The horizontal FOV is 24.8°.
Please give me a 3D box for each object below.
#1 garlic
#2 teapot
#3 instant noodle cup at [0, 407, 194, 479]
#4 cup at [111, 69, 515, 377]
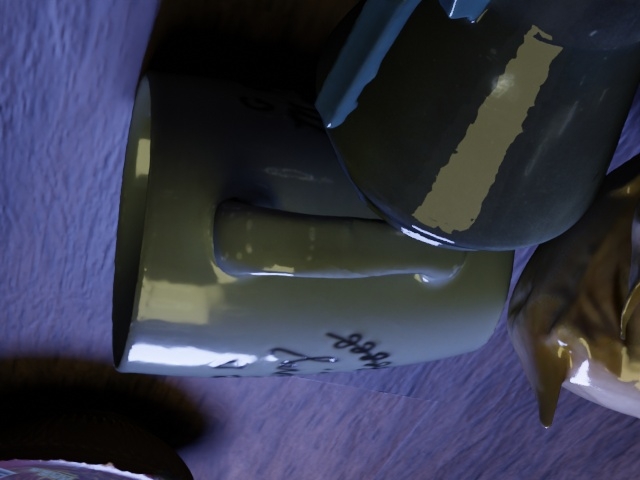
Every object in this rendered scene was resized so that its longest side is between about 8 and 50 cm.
[{"bbox_3d":[0.282,0.011,0.846,0.313,0.249,0.286,12,-179,-4],"label":"garlic"},{"bbox_3d":[0.091,-0.108,0.725,0.203,0.171,0.225,-21,156,-32],"label":"teapot"},{"bbox_3d":[-0.233,0.231,1.443,0.274,0.091,0.274,3,150,2],"label":"instant noodle cup"},{"bbox_3d":[0.000,0.000,0.881,0.234,0.186,0.258,5,-177,-11],"label":"cup"}]
